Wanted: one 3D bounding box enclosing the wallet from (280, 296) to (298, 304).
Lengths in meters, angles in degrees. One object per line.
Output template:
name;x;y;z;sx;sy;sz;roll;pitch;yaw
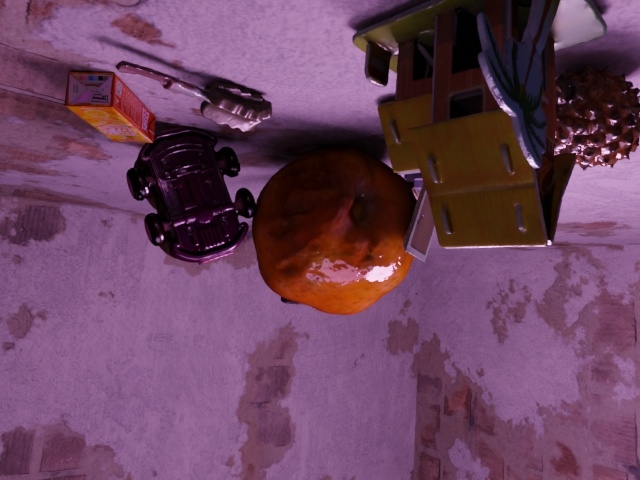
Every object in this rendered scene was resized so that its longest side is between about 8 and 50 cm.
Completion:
wallet;0.000;0.000;1.624;0.228;0.407;0.062;3;170;3

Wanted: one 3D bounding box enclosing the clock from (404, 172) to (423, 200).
clock;0.365;-0.164;1.433;0.252;0.084;0.186;2;173;18

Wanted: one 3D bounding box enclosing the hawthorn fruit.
hawthorn fruit;0.041;-0.041;1.353;0.470;0.473;0.472;4;173;0

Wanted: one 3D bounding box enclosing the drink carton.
drink carton;-0.425;-0.267;1.070;0.095;0.071;0.223;2;173;1

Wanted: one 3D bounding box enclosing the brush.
brush;-0.225;-0.274;0.955;0.300;0.071;0.084;11;158;-42

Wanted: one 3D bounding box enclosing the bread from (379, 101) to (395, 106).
bread;0.169;-0.258;1.030;0.109;0.025;0.110;4;174;0

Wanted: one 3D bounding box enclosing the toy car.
toy car;-0.336;-0.100;1.307;0.271;0.341;0.240;-18;176;-26

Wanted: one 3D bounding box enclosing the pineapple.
pineapple;0.427;-0.204;0.837;0.193;0.167;0.166;22;164;-32

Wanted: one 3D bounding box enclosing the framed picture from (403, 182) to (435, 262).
framed picture;0.261;-0.100;1.210;0.018;0.294;0.231;17;178;22

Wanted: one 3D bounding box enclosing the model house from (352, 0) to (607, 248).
model house;0.164;-0.155;0.663;0.300;0.324;0.340;-4;169;43
